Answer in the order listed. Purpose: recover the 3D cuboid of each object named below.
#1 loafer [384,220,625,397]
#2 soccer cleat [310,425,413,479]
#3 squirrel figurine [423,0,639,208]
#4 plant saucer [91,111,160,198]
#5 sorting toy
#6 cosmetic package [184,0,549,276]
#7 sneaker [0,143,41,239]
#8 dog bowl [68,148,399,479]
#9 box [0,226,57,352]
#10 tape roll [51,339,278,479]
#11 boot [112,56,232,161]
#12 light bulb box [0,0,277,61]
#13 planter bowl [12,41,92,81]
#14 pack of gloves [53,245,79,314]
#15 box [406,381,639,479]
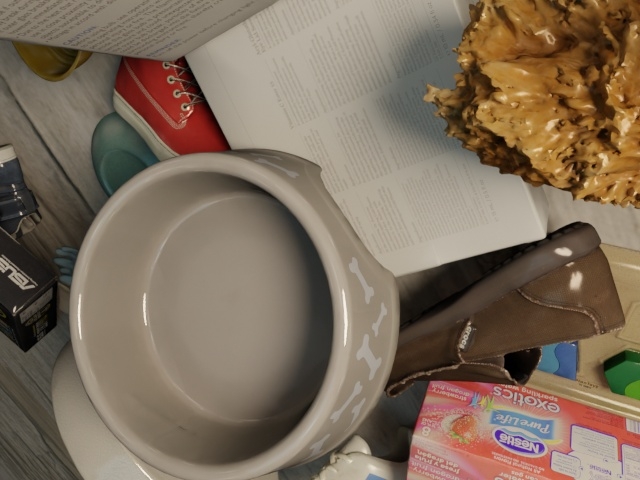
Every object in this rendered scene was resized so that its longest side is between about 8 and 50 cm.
[{"bbox_3d":[0.181,0.122,0.637,0.130,0.133,0.366,59,139,13],"label":"loafer"},{"bbox_3d":[0.021,0.382,0.834,0.116,0.331,0.143,156,102,-67],"label":"soccer cleat"},{"bbox_3d":[0.279,-0.106,0.323,0.396,0.370,0.281,-23,108,35],"label":"squirrel figurine"},{"bbox_3d":[-0.278,-0.096,0.826,0.194,0.037,0.195,12,124,19],"label":"plant saucer"},{"bbox_3d":[0.384,0.127,0.635,0.307,0.041,0.229,15,126,18],"label":"sorting toy"},{"bbox_3d":[0.034,-0.145,0.576,0.284,0.097,0.378,-18,105,30],"label":"cosmetic package"},{"bbox_3d":[-0.597,-0.074,0.968,0.226,0.086,0.164,-2,118,28],"label":"sneaker"},{"bbox_3d":[-0.100,0.072,0.549,0.348,0.102,0.349,0,89,21],"label":"dog bowl"},{"bbox_3d":[-0.615,0.037,0.968,0.318,0.097,0.395,45,149,-5],"label":"box"},{"bbox_3d":[-0.214,0.266,0.818,0.072,0.392,0.392,-40,99,6],"label":"tape roll"},{"bbox_3d":[-0.158,-0.188,0.651,0.244,0.088,0.176,40,129,21],"label":"boot"},{"bbox_3d":[-0.211,-0.342,0.364,0.225,0.361,0.358,-16,91,33],"label":"light bulb box"},{"bbox_3d":[-0.299,-0.305,0.652,0.217,0.090,0.217,17,117,36],"label":"planter bowl"},{"bbox_3d":[-0.420,0.124,1.034,0.232,0.046,0.195,25,127,11],"label":"pack of gloves"},{"bbox_3d":[0.277,0.293,0.725,0.299,0.154,0.142,12,125,18],"label":"box"}]
